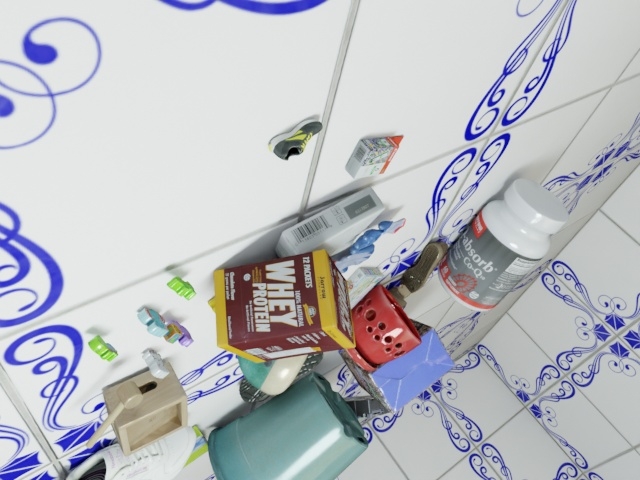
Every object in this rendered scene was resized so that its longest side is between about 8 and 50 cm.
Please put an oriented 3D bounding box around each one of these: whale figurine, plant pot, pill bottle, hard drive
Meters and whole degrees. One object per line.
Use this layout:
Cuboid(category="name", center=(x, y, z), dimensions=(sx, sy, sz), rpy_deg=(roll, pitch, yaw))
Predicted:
Cuboid(category="whale figurine", center=(-0.075, 0.180, 1.131), dimensions=(0.272, 0.141, 0.216), rpy_deg=(-62, 176, 0))
Cuboid(category="plant pot", center=(-0.070, 0.564, 1.492), dimensions=(0.334, 0.341, 0.341), rpy_deg=(-38, 155, 2))
Cuboid(category="pill bottle", center=(0.508, 0.016, 1.529), dimensions=(0.210, 0.210, 0.363), rpy_deg=(-14, 145, -42))
Cuboid(category="hard drive", center=(0.033, 0.543, 1.745), dimensions=(0.338, 0.064, 0.237), rpy_deg=(-10, 164, 21))
Cuboid(category="plant pot", center=(0.149, 0.242, 1.445), dimensions=(0.174, 0.191, 0.191), rpy_deg=(-39, 156, 8))

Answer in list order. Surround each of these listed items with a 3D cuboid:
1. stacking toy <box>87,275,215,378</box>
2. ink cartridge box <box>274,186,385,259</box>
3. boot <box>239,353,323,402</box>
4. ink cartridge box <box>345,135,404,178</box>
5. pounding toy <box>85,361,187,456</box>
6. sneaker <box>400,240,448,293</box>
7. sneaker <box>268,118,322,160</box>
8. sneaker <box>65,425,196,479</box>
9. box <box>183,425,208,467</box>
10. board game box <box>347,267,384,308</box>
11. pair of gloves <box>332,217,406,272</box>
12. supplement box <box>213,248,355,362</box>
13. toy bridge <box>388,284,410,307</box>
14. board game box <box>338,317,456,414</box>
Cuboid(category="stacking toy", center=(-0.254, 0.141, 0.892), dimensions=(0.167, 0.052, 0.221), rpy_deg=(-39, 154, -3))
Cuboid(category="ink cartridge box", center=(0.000, 0.000, 1.020), dimensions=(0.189, 0.066, 0.232), rpy_deg=(-29, 175, -21))
Cuboid(category="boot", center=(-0.094, 0.344, 1.433), dimensions=(0.246, 0.083, 0.161), rpy_deg=(-32, 163, 3))
Cuboid(category="ink cartridge box", center=(0.100, -0.142, 0.915), dimensions=(0.115, 0.029, 0.063), rpy_deg=(-15, 146, -41))
Cuboid(category="pounding toy", center=(-0.343, 0.295, 0.978), dimensions=(0.181, 0.094, 0.206), rpy_deg=(-21, 144, -29))
Cuboid(category="sneaker", center=(0.297, 0.078, 1.514), dimensions=(0.071, 0.066, 0.188), rpy_deg=(-14, 146, -44))
Cuboid(category="sneaker", center=(-0.029, -0.135, 0.743), dimensions=(0.083, 0.035, 0.031), rpy_deg=(-33, 155, -14))
Cuboid(category="sneaker", center=(-0.410, 0.493, 1.189), dimensions=(0.305, 0.114, 0.152), rpy_deg=(-21, 151, -33))
Cuboid(category="box", center=(-0.361, 0.558, 1.453), dimensions=(0.109, 0.042, 0.178), rpy_deg=(-31, 154, -19))
Cuboid(category="board game box", center=(0.079, 0.130, 1.350), dimensions=(0.154, 0.026, 0.103), rpy_deg=(-49, 154, 20))
Cuboid(category="pair of gloves", center=(0.091, 0.018, 1.140), dimensions=(0.159, 0.023, 0.198), rpy_deg=(-18, 158, -47))
Cuboid(category="supplement box", center=(-0.056, 0.121, 0.938), dimensions=(0.194, 0.129, 0.191), rpy_deg=(-11, 157, 10))
Cuboid(category="toy bridge", center=(0.220, 0.167, 1.562), dimensions=(0.026, 0.063, 0.188), rpy_deg=(-32, 156, -16))
Cuboid(category="board game box", center=(0.220, 0.354, 1.626), dimensions=(0.232, 0.141, 0.291), rpy_deg=(-34, -171, -12))
